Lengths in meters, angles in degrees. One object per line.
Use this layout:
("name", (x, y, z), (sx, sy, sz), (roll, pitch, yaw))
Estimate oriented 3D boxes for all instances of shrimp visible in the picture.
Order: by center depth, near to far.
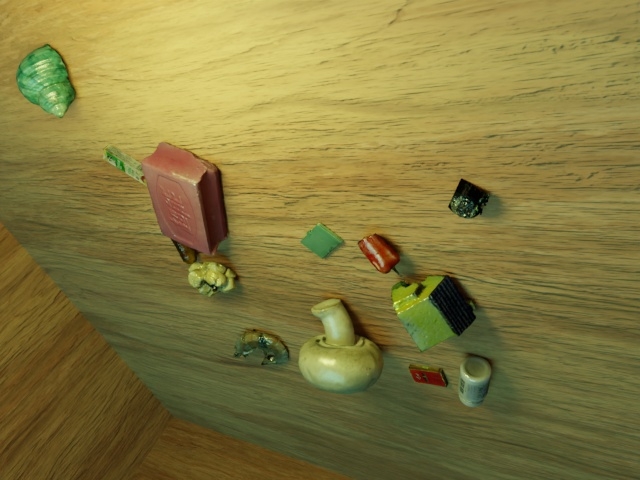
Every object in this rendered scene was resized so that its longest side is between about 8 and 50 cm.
("shrimp", (-0.288, 0.518, 2.393), (0.247, 0.085, 0.360), (41, 138, -20))

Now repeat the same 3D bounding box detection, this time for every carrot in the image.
("carrot", (-0.573, -0.037, 2.006), (0.066, 0.066, 0.314), (1, 129, 34))

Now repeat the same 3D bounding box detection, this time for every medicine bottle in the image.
("medicine bottle", (0.529, 0.490, 1.764), (0.103, 0.103, 0.186), (14, 137, 23))

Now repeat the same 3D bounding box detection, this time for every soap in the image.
("soap", (-0.456, -0.138, 1.759), (0.233, 0.128, 0.359), (21, 141, 16))

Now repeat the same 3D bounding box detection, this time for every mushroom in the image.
("mushroom", (0.051, 0.426, 1.874), (0.356, 0.315, 0.315), (40, 143, -26))

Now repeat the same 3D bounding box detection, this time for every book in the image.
("book", (0.000, 0.000, 1.675), (0.103, 0.017, 0.135), (36, 143, -8))

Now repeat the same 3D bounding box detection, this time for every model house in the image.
("model house", (0.350, 0.195, 1.576), (0.211, 0.170, 0.194), (-29, 107, 18))

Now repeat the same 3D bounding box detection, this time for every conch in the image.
("conch", (-0.885, -0.500, 1.658), (0.196, 0.134, 0.202), (-15, 121, 45))

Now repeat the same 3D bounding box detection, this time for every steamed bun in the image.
("steamed bun", (-0.432, 0.165, 2.056), (0.177, 0.106, 0.192), (-2, 152, 31))

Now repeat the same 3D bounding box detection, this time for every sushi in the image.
("sushi", (0.371, -0.095, 1.284), (0.085, 0.056, 0.083), (26, 141, 10))

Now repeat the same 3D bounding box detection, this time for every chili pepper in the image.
("chili pepper", (0.195, 0.057, 1.546), (0.084, 0.086, 0.192), (-40, 95, 22))

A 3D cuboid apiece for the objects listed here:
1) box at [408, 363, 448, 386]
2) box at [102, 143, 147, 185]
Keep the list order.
("box", (0.409, 0.513, 1.938), (0.133, 0.023, 0.090), (0, 129, 34))
("box", (-0.689, -0.270, 1.845), (0.207, 0.041, 0.050), (32, 142, 0))
